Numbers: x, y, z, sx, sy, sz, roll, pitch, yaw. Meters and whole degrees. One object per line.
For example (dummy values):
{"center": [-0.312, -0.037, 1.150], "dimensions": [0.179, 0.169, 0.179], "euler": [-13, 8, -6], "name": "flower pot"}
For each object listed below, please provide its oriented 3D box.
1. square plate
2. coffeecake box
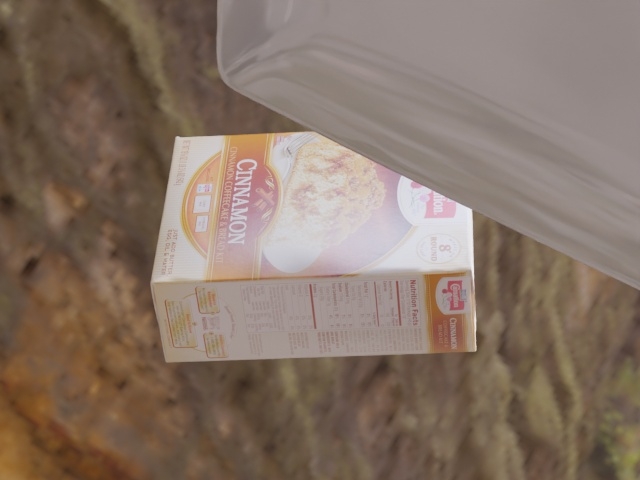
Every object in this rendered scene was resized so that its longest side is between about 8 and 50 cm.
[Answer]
{"center": [0.106, -0.135, 0.827], "dimensions": [0.347, 0.049, 0.344], "euler": [27, -36, 17], "name": "square plate"}
{"center": [0.000, 0.000, 1.056], "dimensions": [0.185, 0.142, 0.068], "euler": [-2, -50, 5], "name": "coffeecake box"}
